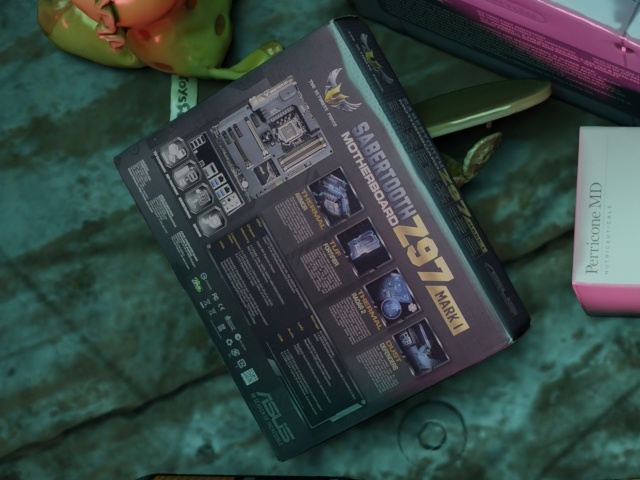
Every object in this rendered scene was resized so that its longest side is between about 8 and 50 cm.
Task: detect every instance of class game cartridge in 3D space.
[{"bbox_3d":[0.127,-0.150,1.056,0.297,0.198,0.062,25,80,17],"label":"game cartridge"}]

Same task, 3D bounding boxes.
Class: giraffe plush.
[{"bbox_3d":[-0.129,-0.187,1.138,0.181,0.170,0.210,-18,74,8],"label":"giraffe plush"}]

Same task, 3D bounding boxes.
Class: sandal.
[{"bbox_3d":[0.050,-0.043,1.127,0.240,0.088,0.079,-13,106,17],"label":"sandal"}]

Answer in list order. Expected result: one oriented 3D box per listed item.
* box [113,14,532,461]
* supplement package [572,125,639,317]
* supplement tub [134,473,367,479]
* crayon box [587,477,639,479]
[{"bbox_3d":[0.000,0.000,1.072,0.183,0.059,0.233,-31,89,23],"label":"box"},{"bbox_3d":[0.252,-0.008,1.042,0.179,0.105,0.105,1,78,14],"label":"supplement package"},{"bbox_3d":[-0.059,0.207,1.060,0.190,0.117,0.117,-1,77,14],"label":"supplement tub"},{"bbox_3d":[0.136,0.305,0.988,0.202,0.081,0.319,-4,70,17],"label":"crayon box"}]
